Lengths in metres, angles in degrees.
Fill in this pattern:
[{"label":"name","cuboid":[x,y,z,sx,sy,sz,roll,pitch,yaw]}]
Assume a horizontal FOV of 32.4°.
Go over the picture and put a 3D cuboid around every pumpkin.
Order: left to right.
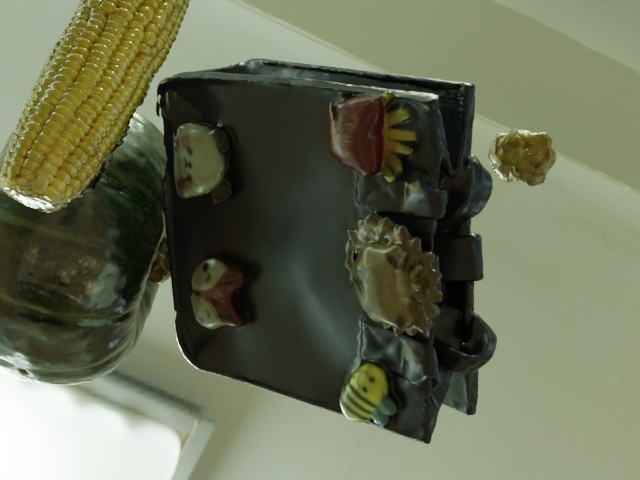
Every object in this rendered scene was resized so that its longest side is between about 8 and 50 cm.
[{"label":"pumpkin","cuboid":[-0.241,0.000,1.123,0.207,0.300,0.300,15,-77,-3]}]

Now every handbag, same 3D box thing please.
[{"label":"handbag","cuboid":[0.000,0.000,0.979,0.122,0.329,0.303,-23,-62,-44]}]

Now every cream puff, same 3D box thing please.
[{"label":"cream puff","cuboid":[0.247,-0.101,1.366,0.083,0.058,0.083,40,-38,6]}]

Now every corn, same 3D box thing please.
[{"label":"corn","cuboid":[-0.145,-0.109,0.719,0.072,0.072,0.203,27,-112,-12]}]
